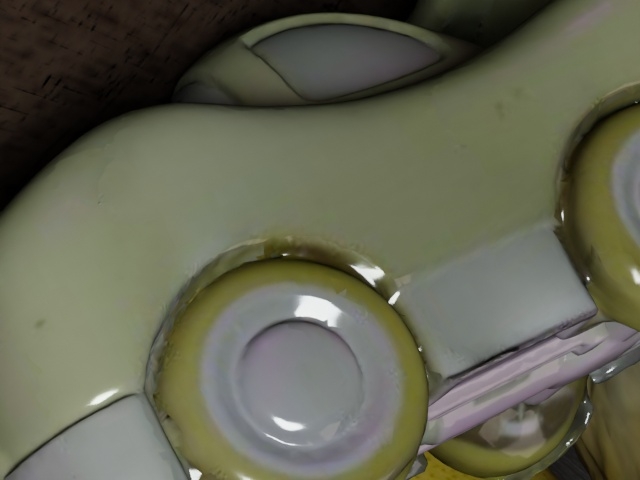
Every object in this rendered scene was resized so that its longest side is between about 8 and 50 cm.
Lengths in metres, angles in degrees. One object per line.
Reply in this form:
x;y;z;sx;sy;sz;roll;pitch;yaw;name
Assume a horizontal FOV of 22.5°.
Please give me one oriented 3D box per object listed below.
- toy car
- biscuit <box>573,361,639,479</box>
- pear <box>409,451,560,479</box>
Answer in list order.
0.000;0.000;0.624;0.336;0.226;0.242;-22;164;-22;toy car
0.194;0.008;0.798;0.104;0.446;0.429;-16;147;-17;biscuit
0.068;0.283;1.218;0.314;0.314;0.314;-46;164;-18;pear
